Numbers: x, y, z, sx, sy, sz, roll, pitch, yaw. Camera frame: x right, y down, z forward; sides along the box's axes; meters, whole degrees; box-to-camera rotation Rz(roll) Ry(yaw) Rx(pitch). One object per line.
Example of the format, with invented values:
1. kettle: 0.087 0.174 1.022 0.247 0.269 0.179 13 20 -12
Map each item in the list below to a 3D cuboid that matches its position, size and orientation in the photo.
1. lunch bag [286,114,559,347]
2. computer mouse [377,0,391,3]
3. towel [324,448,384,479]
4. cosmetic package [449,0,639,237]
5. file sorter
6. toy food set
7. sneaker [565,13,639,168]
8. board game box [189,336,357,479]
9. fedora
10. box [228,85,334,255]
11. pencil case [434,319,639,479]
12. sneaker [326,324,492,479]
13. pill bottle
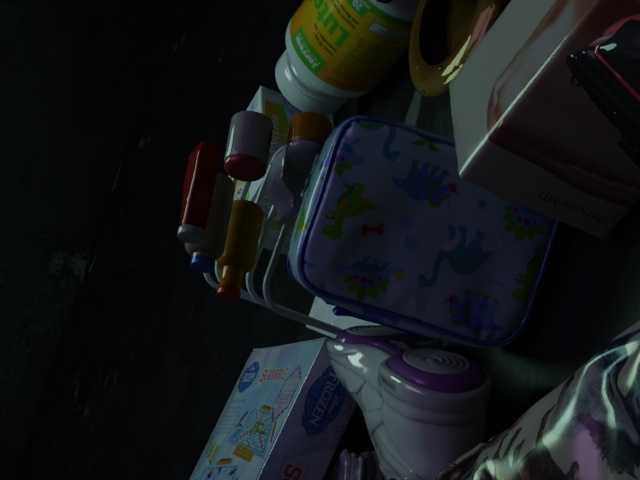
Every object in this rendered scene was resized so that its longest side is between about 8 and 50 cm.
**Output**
1. lunch bag: 0.088 -0.005 1.293 0.090 0.219 0.176 -162 89 -82
2. computer mouse: 0.115 -0.328 1.609 0.262 0.060 0.184 -42 1 -32
3. towel: -0.030 0.411 1.458 0.317 0.053 0.332 -53 24 40
4. cosmetic package: 0.240 -0.159 1.145 0.296 0.153 0.129 -55 23 40
5. file sorter: 0.000 0.000 1.603 0.193 0.173 0.278 -70 19 -3
6. toy food set: -0.071 -0.033 1.394 0.232 0.111 0.104 -40 37 56
7. sneaker: 0.249 -0.099 0.925 0.136 0.116 0.314 -42 -19 8
8. board game box: -0.079 0.264 1.595 0.318 0.066 0.319 -64 12 -12
9. fedora: 0.163 -0.225 1.527 0.194 0.079 0.194 -51 28 41
10. box: -0.050 -0.088 1.913 0.103 0.114 0.203 -56 25 35
11. pencil case: 0.219 0.115 0.908 0.410 0.160 0.183 -51 38 43
12. sneaker: 0.071 0.159 1.336 0.305 0.114 0.152 -140 49 -78
13. pill bottle: 0.041 -0.260 1.803 0.245 0.136 0.136 -47 29 48
